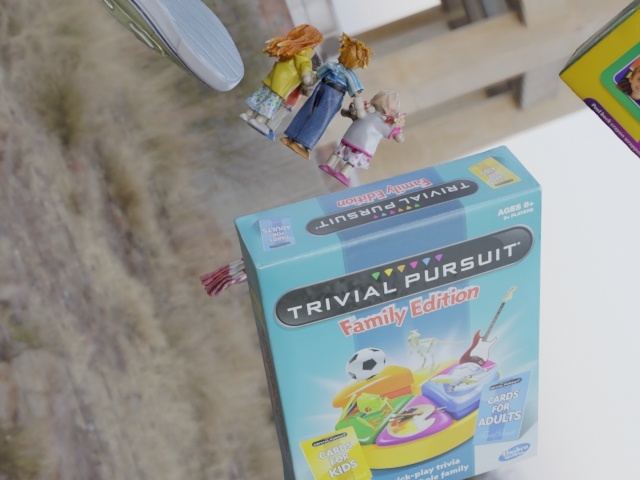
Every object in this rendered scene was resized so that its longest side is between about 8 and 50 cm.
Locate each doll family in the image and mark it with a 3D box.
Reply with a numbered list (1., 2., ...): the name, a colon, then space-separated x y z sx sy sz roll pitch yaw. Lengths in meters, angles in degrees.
1. doll family: -0.007 -0.195 1.381 0.263 0.163 0.118 34 1 40

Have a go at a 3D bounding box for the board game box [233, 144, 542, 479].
1. board game box: 0.074 0.101 0.991 0.079 0.254 0.336 -119 -164 -51

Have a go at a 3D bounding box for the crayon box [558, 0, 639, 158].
1. crayon box: 0.593 -0.225 1.564 0.363 0.313 0.106 44 47 -4

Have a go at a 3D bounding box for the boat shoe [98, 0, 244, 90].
1. boat shoe: -0.245 -0.343 1.652 0.302 0.094 0.109 48 41 -4

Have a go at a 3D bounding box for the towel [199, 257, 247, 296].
1. towel: 0.000 0.000 1.642 0.037 0.329 0.237 67 21 2
